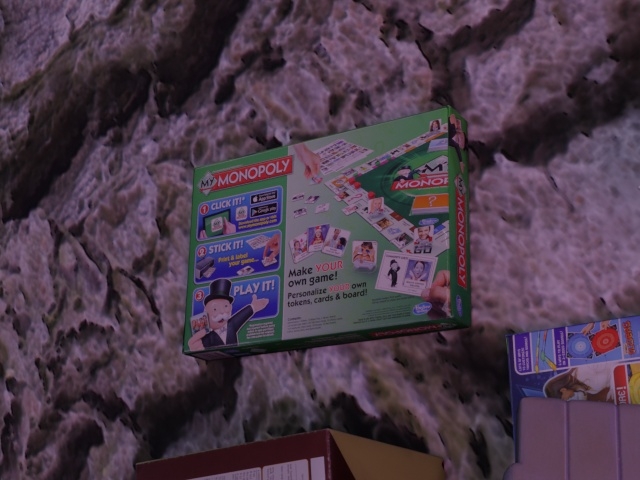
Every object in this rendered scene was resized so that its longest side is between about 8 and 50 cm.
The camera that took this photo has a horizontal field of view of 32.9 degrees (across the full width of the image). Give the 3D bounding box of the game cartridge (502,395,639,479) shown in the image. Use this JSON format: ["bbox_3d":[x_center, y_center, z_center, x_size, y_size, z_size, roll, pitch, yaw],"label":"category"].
[{"bbox_3d":[0.234,0.278,0.725,0.230,0.068,0.355,1,54,12],"label":"game cartridge"}]

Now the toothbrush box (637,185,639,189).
[{"bbox_3d":[0.360,0.019,0.699,0.122,0.283,0.206,-50,54,9],"label":"toothbrush box"}]

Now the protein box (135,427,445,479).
[{"bbox_3d":[-0.020,0.256,0.929,0.201,0.200,0.136,-16,65,30],"label":"protein box"}]

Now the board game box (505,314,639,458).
[{"bbox_3d":[0.227,0.168,0.894,0.136,0.035,0.201,-12,67,31],"label":"board game box"}]

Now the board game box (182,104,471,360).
[{"bbox_3d":[0.000,0.000,1.102,0.317,0.046,0.214,-10,68,32],"label":"board game box"}]
